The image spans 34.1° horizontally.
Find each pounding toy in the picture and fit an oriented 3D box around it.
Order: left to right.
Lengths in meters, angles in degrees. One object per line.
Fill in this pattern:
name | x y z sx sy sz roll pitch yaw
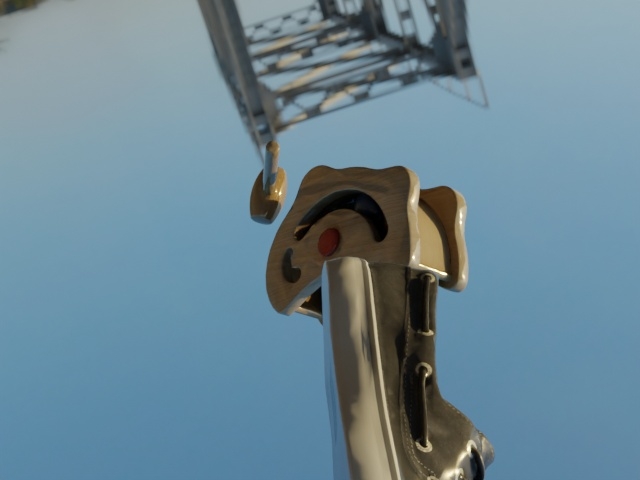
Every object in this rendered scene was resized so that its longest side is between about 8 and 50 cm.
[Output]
pounding toy | 0.000 0.000 1.008 0.154 0.154 0.269 20 171 -37

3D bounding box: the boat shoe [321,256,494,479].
boat shoe | 0.044 0.099 0.495 0.076 0.080 0.229 -1 -138 -4
